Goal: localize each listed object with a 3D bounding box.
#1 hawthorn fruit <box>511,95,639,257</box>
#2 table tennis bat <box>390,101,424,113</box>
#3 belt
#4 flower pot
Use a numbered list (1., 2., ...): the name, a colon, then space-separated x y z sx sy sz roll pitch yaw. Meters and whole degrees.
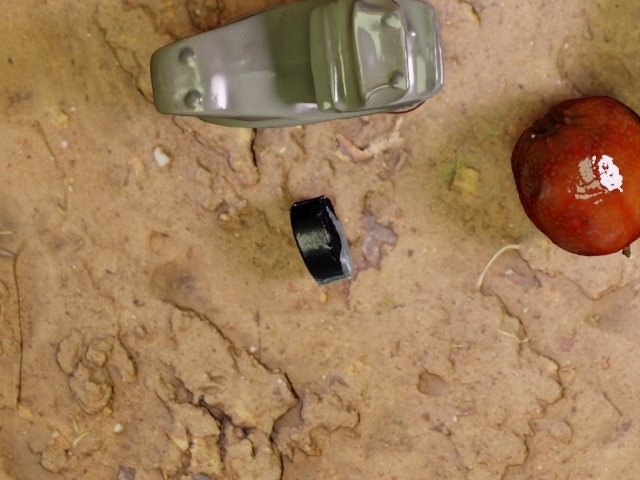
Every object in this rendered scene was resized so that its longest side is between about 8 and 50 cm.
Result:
1. hawthorn fruit: 0.381 -0.072 1.821 0.205 0.205 0.253 -33 115 16
2. table tennis bat: 0.082 -0.221 1.864 0.155 0.019 0.098 -6 112 3
3. belt: 0.000 0.000 1.918 0.058 0.105 0.140 -17 117 15
4. flower pot: -0.023 -0.232 1.731 0.368 0.254 0.164 -7 97 8
